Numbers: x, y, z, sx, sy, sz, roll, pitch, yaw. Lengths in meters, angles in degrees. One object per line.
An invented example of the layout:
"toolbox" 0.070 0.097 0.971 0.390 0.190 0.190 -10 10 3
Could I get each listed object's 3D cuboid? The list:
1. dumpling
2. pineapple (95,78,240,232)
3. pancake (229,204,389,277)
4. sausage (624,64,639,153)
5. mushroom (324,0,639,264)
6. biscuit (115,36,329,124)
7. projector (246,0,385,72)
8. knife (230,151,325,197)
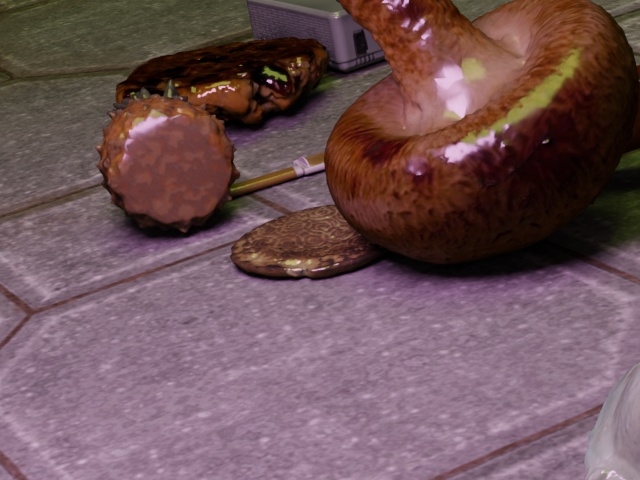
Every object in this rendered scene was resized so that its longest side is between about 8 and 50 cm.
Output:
"dumpling" 0.280 0.157 1.328 0.105 0.149 0.217 23 14 -28
"pineapple" -0.197 -0.113 2.146 0.169 0.169 0.340 -13 15 -9
"pancake" 0.000 -0.001 1.929 0.199 0.021 0.199 -8 22 3
"sausage" 0.335 -0.142 1.950 0.348 0.094 0.097 -19 12 25
"mushroom" 0.154 -0.169 1.820 0.331 0.356 0.334 -13 23 -6
"biscuit" -0.133 -0.212 2.444 0.289 0.081 0.334 -4 18 17
"projector" 0.035 -0.330 2.643 0.192 0.099 0.256 -23 24 -27
"knife" -0.016 -0.094 2.170 0.256 0.022 0.046 -18 19 -20
